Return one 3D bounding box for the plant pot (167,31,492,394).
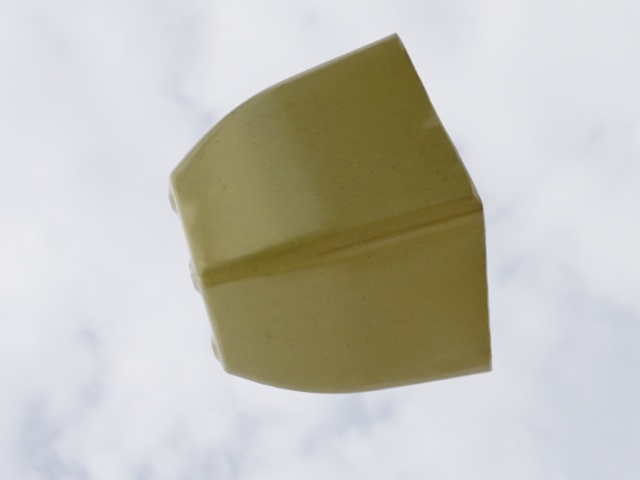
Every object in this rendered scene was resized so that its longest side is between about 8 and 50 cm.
[{"bbox_3d":[0.000,0.000,0.434,0.083,0.081,0.081,-17,-42,-6],"label":"plant pot"}]
